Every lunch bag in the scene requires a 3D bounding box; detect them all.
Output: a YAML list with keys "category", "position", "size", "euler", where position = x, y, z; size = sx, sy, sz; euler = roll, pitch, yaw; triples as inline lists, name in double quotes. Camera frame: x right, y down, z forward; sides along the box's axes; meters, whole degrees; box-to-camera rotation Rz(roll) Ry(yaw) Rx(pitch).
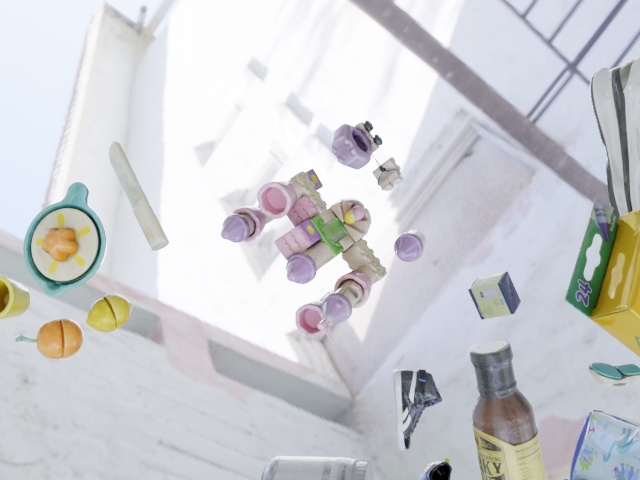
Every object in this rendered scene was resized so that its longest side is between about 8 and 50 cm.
- category: "lunch bag"
  position: [0.313, 0.263, 0.749]
  size: [0.096, 0.151, 0.129]
  euler: [18, 177, -11]

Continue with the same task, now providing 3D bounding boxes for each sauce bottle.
- category: "sauce bottle"
  position: [0.320, 0.343, 1.274]
  size: [0.111, 0.111, 0.345]
  euler: [-51, -51, -80]

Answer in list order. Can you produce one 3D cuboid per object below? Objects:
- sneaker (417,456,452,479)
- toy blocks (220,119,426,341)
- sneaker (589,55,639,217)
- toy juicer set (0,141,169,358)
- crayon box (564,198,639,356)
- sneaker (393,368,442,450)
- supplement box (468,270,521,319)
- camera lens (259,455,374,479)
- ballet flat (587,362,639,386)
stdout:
- category: "sneaker"
  position: [0.266, 0.639, 1.833]
  size: [0.084, 0.097, 0.235]
  euler: [29, -127, -3]
- category: "toy blocks"
  position: [0.000, 0.000, 1.296]
  size: [0.289, 0.309, 0.260]
  euler: [55, -151, 0]
- category: "sneaker"
  position: [0.694, -0.153, 1.413]
  size: [0.169, 0.257, 0.448]
  euler: [-12, -93, -45]
- category: "toy juicer set"
  position: [-0.351, 0.029, 1.103]
  size: [0.209, 0.329, 0.089]
  euler: [39, 180, 15]
- category: "crayon box"
  position: [0.543, 0.090, 1.148]
  size: [0.322, 0.203, 0.083]
  euler: [35, 151, -14]
- category: "sneaker"
  position: [0.249, 0.431, 1.877]
  size: [0.121, 0.217, 0.079]
  euler: [-3, -168, 5]
- category: "supplement box"
  position: [0.393, 0.125, 1.678]
  size: [0.056, 0.083, 0.083]
  euler: [-42, -70, -49]
- category: "camera lens"
  position: [-0.011, 0.657, 1.862]
  size: [0.274, 0.220, 0.219]
  euler: [-2, -177, 12]
- category: "ballet flat"
  position: [0.663, 0.311, 1.681]
  size: [0.168, 0.052, 0.057]
  euler: [7, -152, -28]
